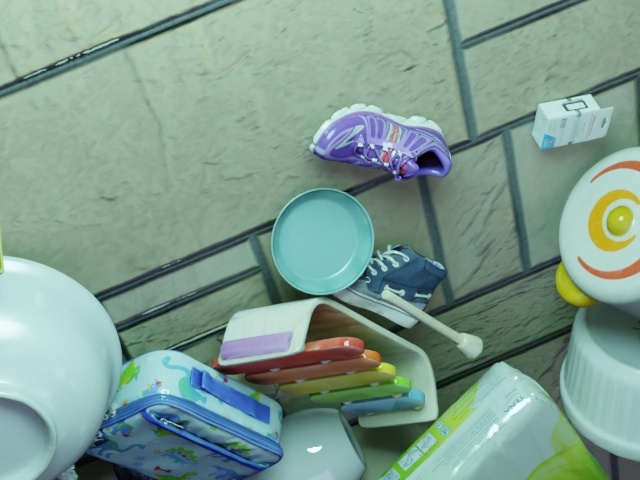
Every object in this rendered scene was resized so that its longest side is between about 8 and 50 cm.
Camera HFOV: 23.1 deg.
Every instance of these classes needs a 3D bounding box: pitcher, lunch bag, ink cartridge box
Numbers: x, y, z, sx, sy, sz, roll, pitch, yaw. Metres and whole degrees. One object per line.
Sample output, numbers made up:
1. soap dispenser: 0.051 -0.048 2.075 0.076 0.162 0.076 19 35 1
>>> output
1. pitcher: -0.039 0.320 1.995 0.207 0.178 0.125 -27 -178 4
2. lunch bag: -0.159 0.213 1.824 0.176 0.090 0.219 -26 139 33
3. ink cartridge box: 0.284 -0.135 1.771 0.083 0.028 0.048 -11 139 -17

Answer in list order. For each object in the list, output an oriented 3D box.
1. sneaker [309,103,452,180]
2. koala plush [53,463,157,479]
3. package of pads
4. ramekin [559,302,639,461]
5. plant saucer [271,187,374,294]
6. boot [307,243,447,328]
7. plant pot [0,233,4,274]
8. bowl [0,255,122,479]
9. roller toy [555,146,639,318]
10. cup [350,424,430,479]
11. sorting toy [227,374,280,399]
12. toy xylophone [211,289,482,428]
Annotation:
1. sneaker: 0.070 -0.098 1.663 0.170 0.071 0.068 2 133 -29
2. koala plush: -0.306 0.326 1.856 0.196 0.203 0.221 -40 127 16
3. package of pads: 0.235 0.310 1.974 0.229 0.101 0.296 -45 134 -2
4. ramekin: 0.440 0.147 1.996 0.273 0.273 0.127 -16 128 -12
5. plant saucer: 0.000 0.000 1.735 0.119 0.021 0.119 -2 98 -18
6. boot: 0.062 0.034 1.822 0.190 0.069 0.086 24 102 -43
7. plant pot: -0.370 0.003 1.535 0.083 0.081 0.081 -28 143 22
8. bowl: -0.349 0.170 1.630 0.298 0.134 0.298 -7 124 -10
9. roller toy: 0.382 -0.007 1.841 0.209 0.191 0.146 1 165 45
10. cup: 0.070 0.439 2.129 0.331 0.237 0.331 -15 139 -14
11. sorting toy: -0.103 0.188 1.914 0.083 0.045 0.075 1 141 -28
12. toy xylophone: 0.038 0.137 1.832 0.236 0.081 0.323 -16 151 40
